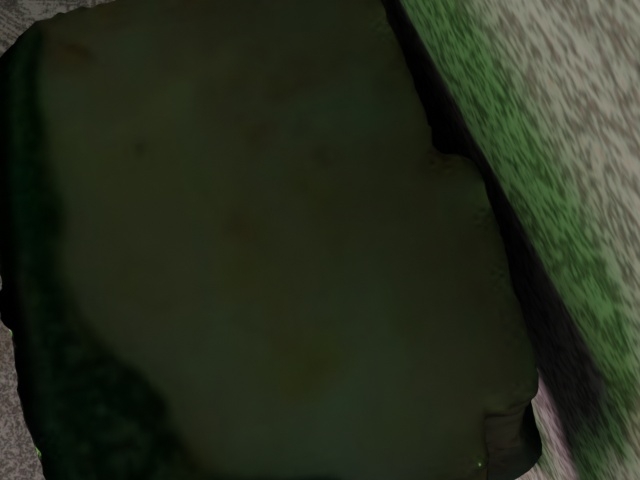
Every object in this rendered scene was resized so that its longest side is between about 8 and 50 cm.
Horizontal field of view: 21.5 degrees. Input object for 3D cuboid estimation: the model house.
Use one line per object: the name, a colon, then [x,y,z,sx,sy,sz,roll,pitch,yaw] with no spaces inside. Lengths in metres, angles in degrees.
model house: [-0.018,0.045,0.923,0.284,0.243,0.298,65,-169,-67]
